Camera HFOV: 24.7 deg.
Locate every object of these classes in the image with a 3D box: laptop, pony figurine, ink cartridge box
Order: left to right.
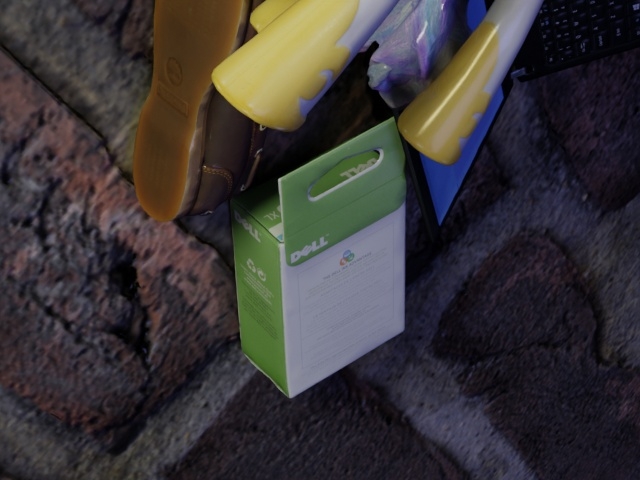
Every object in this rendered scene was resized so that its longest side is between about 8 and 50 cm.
[{"bbox_3d":[0.000,0.000,1.009,0.109,0.062,0.209,-28,139,-25],"label":"ink cartridge box"},{"bbox_3d":[0.121,-0.210,0.722,0.363,0.303,0.351,-51,156,17],"label":"pony figurine"},{"bbox_3d":[0.165,-0.152,0.967,0.264,0.136,0.234,-16,142,4],"label":"laptop"}]

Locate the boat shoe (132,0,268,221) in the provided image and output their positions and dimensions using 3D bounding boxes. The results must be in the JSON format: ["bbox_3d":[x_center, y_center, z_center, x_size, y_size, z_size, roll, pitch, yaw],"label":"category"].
[{"bbox_3d":[-0.057,-0.104,0.852,0.073,0.073,0.207,-17,141,-38],"label":"boat shoe"}]
